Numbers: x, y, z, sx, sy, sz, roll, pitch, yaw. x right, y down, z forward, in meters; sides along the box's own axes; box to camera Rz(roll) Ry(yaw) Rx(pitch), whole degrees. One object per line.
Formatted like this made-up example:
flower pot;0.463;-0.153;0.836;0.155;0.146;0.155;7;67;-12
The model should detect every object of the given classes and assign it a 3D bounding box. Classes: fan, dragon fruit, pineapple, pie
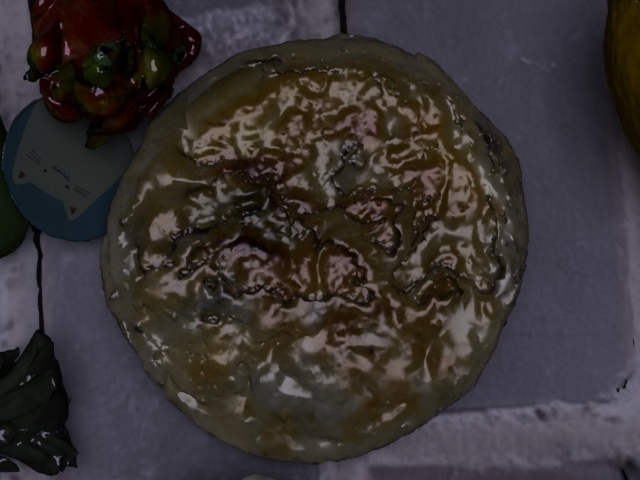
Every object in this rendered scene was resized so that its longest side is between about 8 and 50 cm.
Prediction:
fan;-0.179;-0.082;0.970;0.113;0.005;0.175;36;62;-31
dragon fruit;-0.148;-0.137;0.935;0.138;0.175;0.142;-1;106;-19
pineapple;-0.329;0.156;0.901;0.310;0.141;0.170;-21;60;-12
pie;0.000;0.000;0.958;0.339;0.077;0.339;0;84;-2

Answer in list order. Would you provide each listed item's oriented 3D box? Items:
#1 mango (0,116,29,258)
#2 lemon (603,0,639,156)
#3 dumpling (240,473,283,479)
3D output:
mango;-0.313;-0.090;0.940;0.156;0.114;0.251;-28;100;-19
lemon;0.341;-0.136;0.899;0.293;0.293;0.293;0;83;-3
dumpling;-0.092;0.284;0.903;0.252;0.131;0.179;-36;110;3
